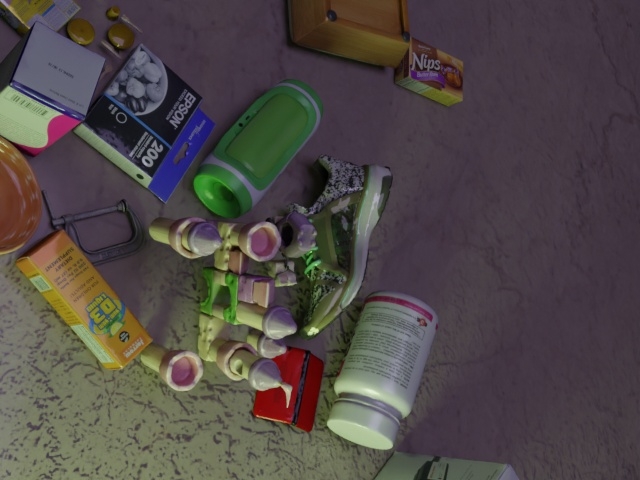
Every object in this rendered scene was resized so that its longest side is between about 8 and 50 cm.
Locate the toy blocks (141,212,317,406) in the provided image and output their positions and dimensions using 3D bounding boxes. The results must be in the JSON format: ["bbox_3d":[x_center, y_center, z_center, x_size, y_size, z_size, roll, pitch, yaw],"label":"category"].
[{"bbox_3d":[-0.105,0.100,1.290,0.309,0.260,0.288,0,97,-39],"label":"toy blocks"}]

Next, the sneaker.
[{"bbox_3d":[0.000,0.000,1.538,0.182,0.158,0.410,24,62,-11],"label":"sneaker"}]

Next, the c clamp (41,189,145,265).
[{"bbox_3d":[-0.372,-0.028,1.299,0.161,0.022,0.137,-11,87,-39],"label":"c clamp"}]

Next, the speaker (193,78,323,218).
[{"bbox_3d":[-0.113,-0.179,1.471,0.131,0.131,0.296,49,55,-20],"label":"speaker"}]

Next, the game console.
[{"bbox_3d":[-0.059,0.283,1.486,0.124,0.085,0.143,12,69,-3],"label":"game console"}]

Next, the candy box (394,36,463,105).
[{"bbox_3d":[0.263,-0.406,1.865,0.187,0.053,0.109,15,71,-37],"label":"candy box"}]

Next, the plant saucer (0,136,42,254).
[{"bbox_3d":[-0.512,-0.071,1.158,0.200,0.037,0.199,31,51,-46],"label":"plant saucer"}]

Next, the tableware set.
[{"bbox_3d":[-0.392,-0.351,1.356,0.104,0.024,0.154,41,59,-21],"label":"tableware set"}]

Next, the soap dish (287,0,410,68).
[{"bbox_3d":[0.068,-0.519,1.692,0.291,0.118,0.228,4,78,-37],"label":"soap dish"}]

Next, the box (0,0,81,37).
[{"bbox_3d":[-0.498,-0.414,1.271,0.179,0.043,0.105,47,56,-24],"label":"box"}]

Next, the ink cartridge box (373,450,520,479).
[{"bbox_3d":[0.266,0.543,1.499,0.129,0.307,0.223,-42,107,-34],"label":"ink cartridge box"}]

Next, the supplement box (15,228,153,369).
[{"bbox_3d":[-0.374,0.097,1.235,0.078,0.080,0.233,-47,112,-33],"label":"supplement box"}]

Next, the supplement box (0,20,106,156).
[{"bbox_3d":[-0.430,-0.220,1.167,0.111,0.220,0.113,26,64,-32],"label":"supplement box"}]

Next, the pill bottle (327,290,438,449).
[{"bbox_3d":[0.122,0.256,1.540,0.160,0.160,0.283,37,59,-27],"label":"pill bottle"}]

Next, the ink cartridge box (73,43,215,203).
[{"bbox_3d":[-0.298,-0.208,1.383,0.208,0.045,0.206,41,58,-26],"label":"ink cartridge box"}]
